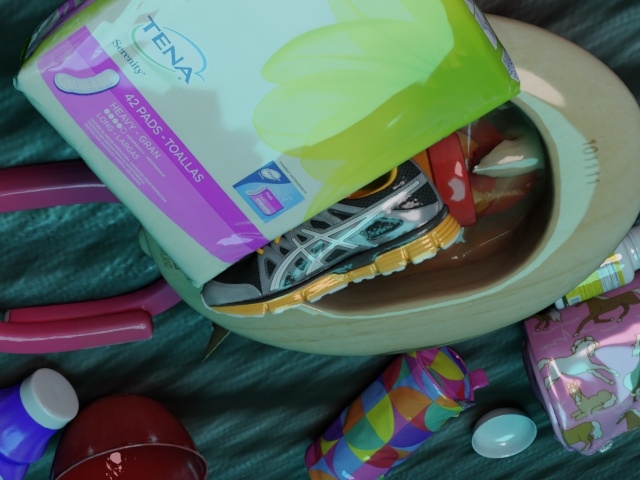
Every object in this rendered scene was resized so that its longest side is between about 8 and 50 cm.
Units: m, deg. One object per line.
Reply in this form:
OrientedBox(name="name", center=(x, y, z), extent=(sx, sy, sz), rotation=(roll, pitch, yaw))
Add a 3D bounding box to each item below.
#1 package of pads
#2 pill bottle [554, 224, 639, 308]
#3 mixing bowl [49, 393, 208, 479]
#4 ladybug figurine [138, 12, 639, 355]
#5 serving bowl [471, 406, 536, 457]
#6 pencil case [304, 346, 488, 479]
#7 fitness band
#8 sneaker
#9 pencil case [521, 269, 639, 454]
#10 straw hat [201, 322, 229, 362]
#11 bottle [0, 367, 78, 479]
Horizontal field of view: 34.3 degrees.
OrientedBox(name="package of pads", center=(-0.041, -0.132, 0.744), extent=(0.296, 0.101, 0.229), rotation=(-31, 120, 13))
OrientedBox(name="pill bottle", center=(0.299, 0.026, 1.124), extent=(0.116, 0.065, 0.065), rotation=(-22, 129, 8))
OrientedBox(name="mixing bowl", center=(-0.227, 0.239, 1.179), extent=(0.181, 0.098, 0.181), rotation=(-13, 142, -11))
OrientedBox(name="ladybug figurine", center=(0.056, -0.055, 0.929), extent=(0.449, 0.162, 0.305), rotation=(-8, 111, 6))
OrientedBox(name="serving bowl", center=(0.229, 0.238, 1.311), extent=(0.083, 0.027, 0.083), rotation=(-4, 129, -5))
OrientedBox(name="pencil case", center=(0.084, 0.218, 1.228), extent=(0.104, 0.104, 0.236), rotation=(29, 121, -28))
OrientedBox(name="fitness band", center=(-0.259, 0.017, 1.039), extent=(0.291, 0.054, 0.209), rotation=(-7, 127, -4))
OrientedBox(name="sneaker", center=(0.000, 0.000, 0.830), extent=(0.215, 0.084, 0.083), rotation=(-22, 98, 6))
OrientedBox(name="pencil case", center=(0.420, 0.103, 1.149), extent=(0.386, 0.160, 0.167), rotation=(-22, 136, 8))
OrientedBox(name="straw hat", center=(-0.097, 0.055, 1.063), extent=(0.061, 0.144, 0.144), rotation=(43, 116, 0))
OrientedBox(name="bottle", center=(-0.393, 0.245, 1.173), extent=(0.283, 0.092, 0.118), rotation=(-36, 124, 19))
